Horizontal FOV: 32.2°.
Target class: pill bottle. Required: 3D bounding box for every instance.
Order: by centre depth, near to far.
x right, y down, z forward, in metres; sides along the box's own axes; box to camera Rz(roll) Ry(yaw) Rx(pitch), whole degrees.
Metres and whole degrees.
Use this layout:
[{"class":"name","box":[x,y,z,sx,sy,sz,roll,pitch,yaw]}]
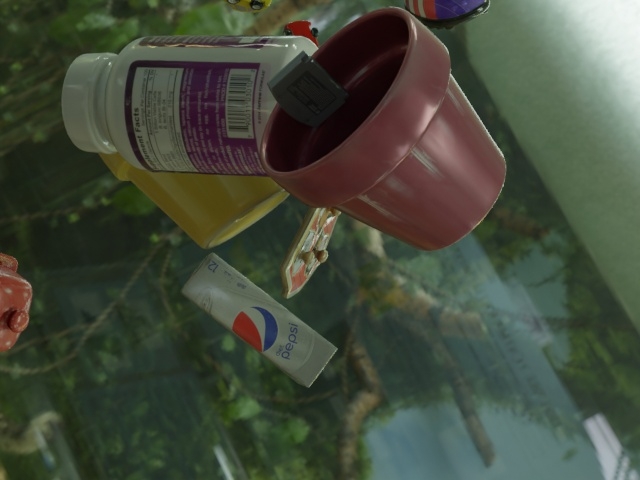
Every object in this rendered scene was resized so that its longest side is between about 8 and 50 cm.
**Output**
[{"class":"pill bottle","box":[-0.153,-0.165,1.354,0.169,0.301,0.169,4,90,-71]}]

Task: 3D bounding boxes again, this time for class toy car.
[{"class":"toy car","box":[-0.043,-0.423,1.942,0.239,0.225,0.053,43,-25,-5]}]

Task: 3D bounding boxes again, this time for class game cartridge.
[{"class":"game cartridge","box":[-0.014,-0.144,1.077,0.083,0.056,0.017,37,13,-50]}]

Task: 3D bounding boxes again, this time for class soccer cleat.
[{"class":"soccer cleat","box":[0.149,-0.398,1.563,0.318,0.109,0.116,-108,178,-54]}]

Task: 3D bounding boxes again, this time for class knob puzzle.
[{"class":"knob puzzle","box":[0.000,0.000,1.556,0.030,0.213,0.213,23,-11,10]}]

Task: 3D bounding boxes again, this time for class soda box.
[{"class":"soda box","box":[-0.113,0.143,1.990,0.286,0.091,0.098,38,-9,-6]}]

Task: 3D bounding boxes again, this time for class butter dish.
[{"class":"butter dish","box":[-0.469,0.100,1.585,0.118,0.160,0.160,17,-3,22]}]

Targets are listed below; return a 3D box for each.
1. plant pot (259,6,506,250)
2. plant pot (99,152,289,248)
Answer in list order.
[{"class":"plant pot","box":[0.072,-0.090,1.062,0.180,0.201,0.201,39,10,-28]},{"class":"plant pot","box":[-0.173,-0.127,1.633,0.239,0.254,0.254,56,-2,4]}]
